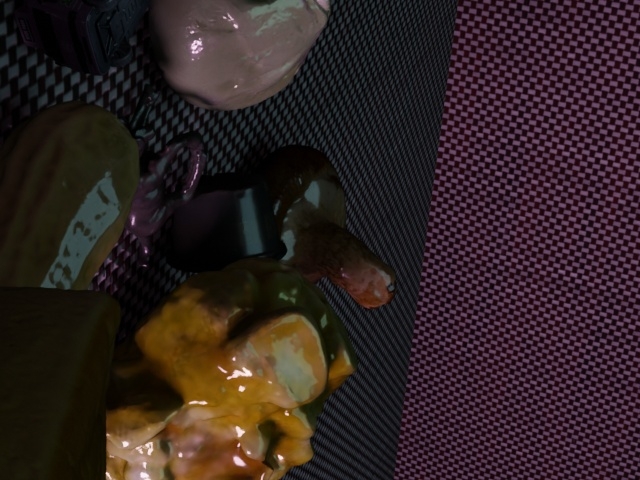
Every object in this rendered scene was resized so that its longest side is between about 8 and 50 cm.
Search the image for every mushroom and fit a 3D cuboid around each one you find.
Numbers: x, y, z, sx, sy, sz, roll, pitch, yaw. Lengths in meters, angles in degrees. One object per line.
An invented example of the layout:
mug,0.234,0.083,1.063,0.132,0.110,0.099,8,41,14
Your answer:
mushroom,-0.026,-0.019,1.827,0.267,0.254,0.267,-9,90,-89

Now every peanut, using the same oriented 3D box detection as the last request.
peanut,-0.262,0.018,1.130,0.147,0.147,0.306,53,54,-70

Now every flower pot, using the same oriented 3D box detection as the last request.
flower pot,-0.123,-0.029,1.560,0.157,0.157,0.107,-40,131,-64

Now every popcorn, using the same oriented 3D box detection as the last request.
popcorn,-0.132,0.166,1.474,0.334,0.293,0.292,-50,122,-9

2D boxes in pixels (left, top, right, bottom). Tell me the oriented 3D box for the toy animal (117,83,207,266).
toy animal,-0.205,-0.074,1.384,0.148,0.084,0.233,-47,158,-27

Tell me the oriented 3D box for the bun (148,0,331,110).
bun,-0.072,-0.288,1.427,0.293,0.187,0.293,15,90,-77

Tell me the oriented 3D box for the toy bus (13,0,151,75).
toy bus,-0.210,-0.243,1.157,0.087,0.098,0.178,85,21,-52

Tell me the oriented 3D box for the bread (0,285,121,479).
bread,-0.275,0.187,0.839,0.362,0.233,0.245,-98,-165,-67
